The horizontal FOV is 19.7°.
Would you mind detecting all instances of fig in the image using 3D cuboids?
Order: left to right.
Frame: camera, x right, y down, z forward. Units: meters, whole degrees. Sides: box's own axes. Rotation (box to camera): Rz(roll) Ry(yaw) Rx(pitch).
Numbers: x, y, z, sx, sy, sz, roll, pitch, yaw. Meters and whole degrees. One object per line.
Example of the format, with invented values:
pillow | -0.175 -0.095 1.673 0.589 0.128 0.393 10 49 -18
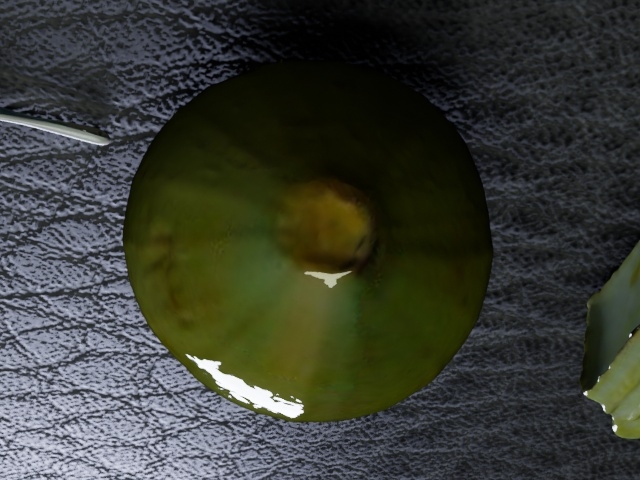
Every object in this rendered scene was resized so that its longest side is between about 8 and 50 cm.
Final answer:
fig | 0.000 0.000 1.151 0.239 0.239 0.271 12 180 -10

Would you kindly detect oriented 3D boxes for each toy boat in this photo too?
toy boat | 0.259 0.030 1.281 0.084 0.111 0.276 22 137 -14

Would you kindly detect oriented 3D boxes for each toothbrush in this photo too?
toothbrush | -0.220 -0.090 1.246 0.162 0.014 0.017 14 125 -12
